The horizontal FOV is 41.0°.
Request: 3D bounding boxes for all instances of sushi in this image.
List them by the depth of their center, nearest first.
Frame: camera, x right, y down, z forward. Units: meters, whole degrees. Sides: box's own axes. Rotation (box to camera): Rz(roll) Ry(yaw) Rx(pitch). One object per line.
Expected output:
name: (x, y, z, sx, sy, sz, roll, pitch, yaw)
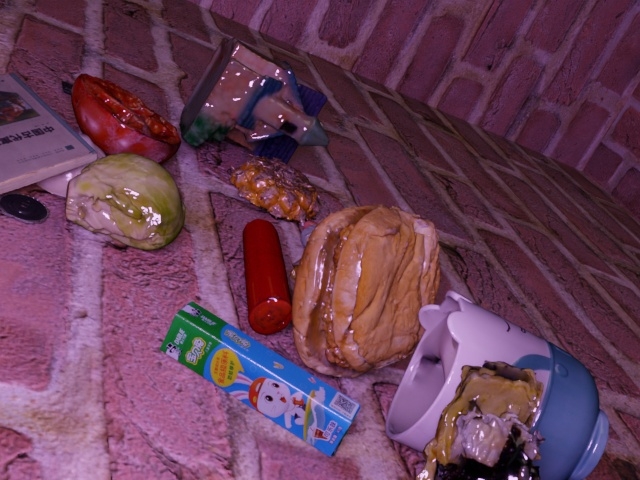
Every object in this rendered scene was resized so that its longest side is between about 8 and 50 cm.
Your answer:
sushi: (0.178, 0.277, 0.988, 0.139, 0.291, 0.131, 19, -18, -11)

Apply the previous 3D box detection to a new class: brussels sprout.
brussels sprout: (-0.295, -0.060, 1.316, 0.183, 0.131, 0.145, 25, 43, -8)

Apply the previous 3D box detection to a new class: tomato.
tomato: (-0.370, -0.205, 1.595, 0.228, 0.101, 0.228, 32, 16, -11)

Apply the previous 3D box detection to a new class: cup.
cup: (0.235, 0.221, 1.220, 0.257, 0.219, 0.289, 27, -4, -5)

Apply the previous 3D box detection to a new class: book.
book: (-0.509, -0.170, 1.332, 0.214, 0.025, 0.282, -27, 51, -35)

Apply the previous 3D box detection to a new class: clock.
clock: (-0.438, -0.049, 1.266, 0.074, 0.010, 0.083, 25, 22, -8)

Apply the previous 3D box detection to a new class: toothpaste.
toothpaste: (-0.079, 0.179, 1.111, 0.266, 0.065, 0.050, 31, 24, 6)

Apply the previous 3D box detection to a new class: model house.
model house: (-0.124, -0.271, 1.838, 0.280, 0.245, 0.312, 29, 11, -18)

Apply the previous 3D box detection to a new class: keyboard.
keyboard: (-0.449, -0.294, 1.814, 0.198, 0.010, 0.064, 16, 22, -28)

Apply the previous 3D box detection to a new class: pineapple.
pineapple: (-0.087, -0.113, 1.755, 0.224, 0.076, 0.225, 25, 19, -9)

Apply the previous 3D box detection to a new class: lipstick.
lipstick: (-0.088, 0.053, 1.378, 0.073, 0.073, 0.280, 21, 22, -17)

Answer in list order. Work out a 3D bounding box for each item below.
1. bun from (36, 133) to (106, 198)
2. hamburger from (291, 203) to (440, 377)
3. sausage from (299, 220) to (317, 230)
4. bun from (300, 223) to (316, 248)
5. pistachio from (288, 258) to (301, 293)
bun: (-0.399, -0.131, 1.390, 0.138, 0.094, 0.138, 21, 21, -8)
hamburger: (0.070, 0.074, 1.272, 0.144, 0.260, 0.283, 8, 0, 37)
sausage: (0.059, 0.014, 1.699, 0.223, 0.029, 0.029, 26, 21, -4)
bun: (0.000, 0.000, 1.639, 0.083, 0.045, 0.083, 20, 25, -9)
pistachio: (0.002, 0.067, 1.390, 0.113, 0.113, 0.149, 41, 3, 30)
